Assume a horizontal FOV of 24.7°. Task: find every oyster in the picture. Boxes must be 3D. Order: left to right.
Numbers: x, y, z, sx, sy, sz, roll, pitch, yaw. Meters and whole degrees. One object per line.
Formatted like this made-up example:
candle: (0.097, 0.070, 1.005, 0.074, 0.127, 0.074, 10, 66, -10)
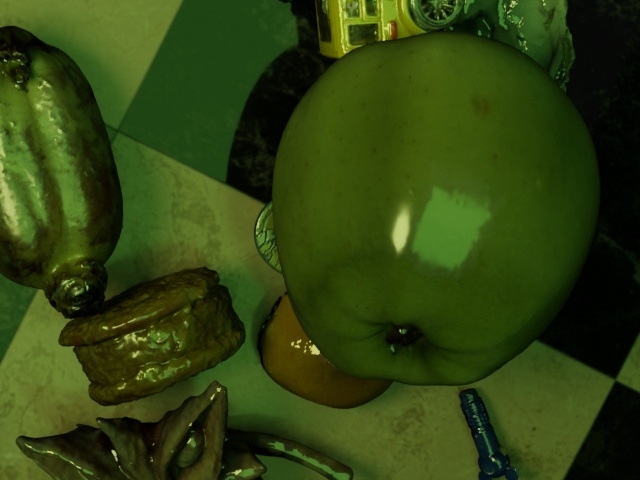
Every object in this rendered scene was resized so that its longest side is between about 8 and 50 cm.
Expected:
oyster: (0.225, -0.229, 1.638, 0.199, 0.087, 0.252, -37, 96, 6)

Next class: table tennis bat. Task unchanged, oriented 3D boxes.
table tennis bat: (0.000, 0.000, 1.663, 0.155, 0.019, 0.100, 16, 94, -11)

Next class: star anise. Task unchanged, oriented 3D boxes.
star anise: (-0.159, 0.256, 1.605, 0.350, 0.292, 0.109, -17, 57, 10)

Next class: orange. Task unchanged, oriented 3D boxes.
orange: (0.016, 0.123, 1.642, 0.170, 0.112, 0.160, -28, 103, 6)

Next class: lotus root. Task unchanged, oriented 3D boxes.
lotus root: (-0.298, -0.066, 1.515, 0.173, 0.173, 0.309, -16, 89, -8)

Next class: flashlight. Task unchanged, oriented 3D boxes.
flashlight: (0.195, 0.231, 1.726, 0.035, 0.057, 0.121, -26, 97, -49)

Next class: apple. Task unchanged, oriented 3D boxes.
apple: (0.117, -0.030, 1.497, 0.357, 0.357, 0.357, -2, 98, -11)

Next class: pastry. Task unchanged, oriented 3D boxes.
pastry: (-0.178, 0.103, 1.560, 0.189, 0.189, 0.103, -23, 97, -7)

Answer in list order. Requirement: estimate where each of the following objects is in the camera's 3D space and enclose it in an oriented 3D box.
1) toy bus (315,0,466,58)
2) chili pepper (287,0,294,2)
toy bus: (0.059, -0.360, 1.559, 0.152, 0.144, 0.330, -6, 100, -10)
chili pepper: (-0.063, -0.347, 1.583, 0.073, 0.050, 0.182, -37, 103, 4)
